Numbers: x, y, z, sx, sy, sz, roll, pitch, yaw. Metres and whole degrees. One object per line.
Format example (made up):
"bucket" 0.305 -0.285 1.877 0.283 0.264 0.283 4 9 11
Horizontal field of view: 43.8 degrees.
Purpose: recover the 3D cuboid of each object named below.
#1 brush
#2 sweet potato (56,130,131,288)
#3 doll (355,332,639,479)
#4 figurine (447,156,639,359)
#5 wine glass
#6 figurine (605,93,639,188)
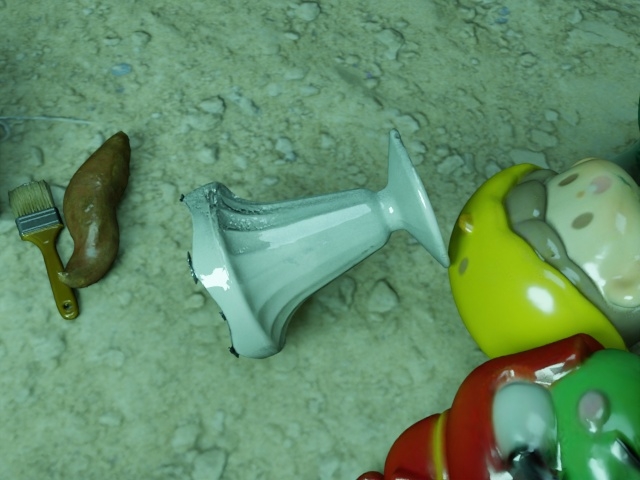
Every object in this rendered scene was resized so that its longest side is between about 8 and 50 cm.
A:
"brush" -0.265 0.008 0.775 0.043 0.014 0.170 -19 58 -17
"sweet potato" -0.224 -0.035 0.788 0.058 0.055 0.202 -13 53 19
"doll" 0.181 0.161 0.568 0.363 0.160 0.182 -18 88 25
"figurine" 0.266 -0.008 0.659 0.187 0.344 0.215 49 34 -24
"wine glass" 0.000 0.000 0.687 0.197 0.165 0.164 -20 55 4
"figurine" 0.422 -0.143 0.754 0.232 0.340 0.323 -26 58 -24
